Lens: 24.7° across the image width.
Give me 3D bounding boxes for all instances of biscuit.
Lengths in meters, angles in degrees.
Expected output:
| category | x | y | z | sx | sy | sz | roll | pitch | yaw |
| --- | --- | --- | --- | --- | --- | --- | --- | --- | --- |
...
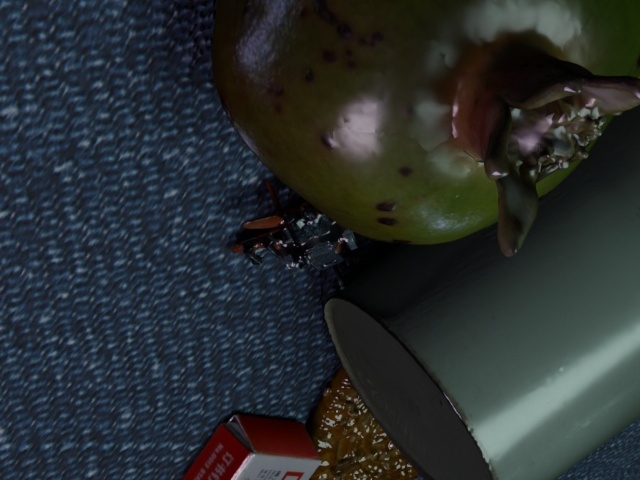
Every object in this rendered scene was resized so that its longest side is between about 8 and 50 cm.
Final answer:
| category | x | y | z | sx | sy | sz | roll | pitch | yaw |
| --- | --- | --- | --- | --- | --- | --- | --- | --- | --- |
| biscuit | 0.105 | 0.159 | 1.514 | 0.305 | 0.038 | 0.305 | -31 | 144 | -25 |

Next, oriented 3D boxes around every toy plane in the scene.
| category | x | y | z | sx | sy | sz | roll | pitch | yaw |
| --- | --- | --- | --- | --- | --- | --- | --- | --- | --- |
| toy plane | 0.001 | 0.003 | 1.200 | 0.130 | 0.061 | 0.189 | -24 | 151 | 5 |

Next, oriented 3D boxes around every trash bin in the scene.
| category | x | y | z | sx | sy | sz | roll | pitch | yaw |
| --- | --- | --- | --- | --- | --- | --- | --- | --- | --- |
| trash bin | 0.243 | 0.029 | 1.317 | 0.432 | 0.280 | 0.280 | -35 | 146 | -16 |

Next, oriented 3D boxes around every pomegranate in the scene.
| category | x | y | z | sx | sy | sz | roll | pitch | yaw |
| --- | --- | --- | --- | --- | --- | --- | --- | --- | --- |
| pomegranate | 0.099 | -0.120 | 0.942 | 0.291 | 0.323 | 0.290 | -30 | 137 | -32 |

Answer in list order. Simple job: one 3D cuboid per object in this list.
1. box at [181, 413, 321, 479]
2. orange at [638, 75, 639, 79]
| category | x | y | z | sx | sy | sz | roll | pitch | yaw |
| --- | --- | --- | --- | --- | --- | --- | --- | --- | --- |
| box | -0.101 | 0.268 | 1.377 | 0.229 | 0.050 | 0.123 | -55 | 149 | 11 |
| orange | 0.237 | -0.210 | 1.122 | 0.237 | 0.179 | 0.158 | -17 | 140 | 5 |
